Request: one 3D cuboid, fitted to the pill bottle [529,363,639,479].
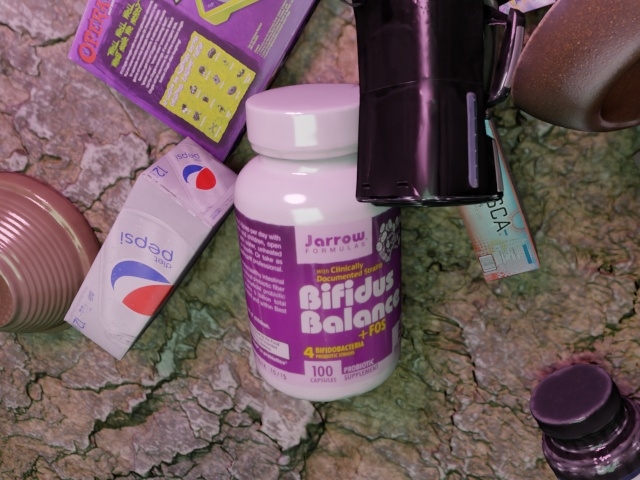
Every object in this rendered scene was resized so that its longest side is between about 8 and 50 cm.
[{"bbox_3d":[0.330,0.253,0.690,0.122,0.123,0.219,-27,105,25],"label":"pill bottle"}]

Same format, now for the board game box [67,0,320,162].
[{"bbox_3d":[-0.100,-0.273,0.602,0.208,0.056,0.347,33,119,-6],"label":"board game box"}]

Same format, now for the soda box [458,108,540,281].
[{"bbox_3d":[0.168,-0.053,0.622,0.058,0.063,0.183,-17,109,21],"label":"soda box"}]

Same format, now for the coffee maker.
[{"bbox_3d":[0.073,-0.116,0.504,0.171,0.120,0.178,-1,93,-12],"label":"coffee maker"}]

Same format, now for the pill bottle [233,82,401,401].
[{"bbox_3d":[0.000,0.000,0.634,0.169,0.169,0.302,3,116,14],"label":"pill bottle"}]

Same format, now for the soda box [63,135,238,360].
[{"bbox_3d":[-0.199,0.020,0.717,0.091,0.098,0.286,38,128,-5],"label":"soda box"}]

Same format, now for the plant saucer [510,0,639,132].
[{"bbox_3d":[0.282,-0.162,0.409,0.310,0.310,0.050,-34,71,27],"label":"plant saucer"}]

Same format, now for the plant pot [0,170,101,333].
[{"bbox_3d":[-0.418,0.037,0.805,0.237,0.110,0.238,6,115,13],"label":"plant pot"}]

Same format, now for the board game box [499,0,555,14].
[{"bbox_3d":[0.140,-0.273,0.544,0.103,0.026,0.154,-13,111,20],"label":"board game box"}]

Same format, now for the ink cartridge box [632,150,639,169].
[{"bbox_3d":[0.441,-0.093,0.402,0.160,0.279,0.385,42,118,-5],"label":"ink cartridge box"}]
